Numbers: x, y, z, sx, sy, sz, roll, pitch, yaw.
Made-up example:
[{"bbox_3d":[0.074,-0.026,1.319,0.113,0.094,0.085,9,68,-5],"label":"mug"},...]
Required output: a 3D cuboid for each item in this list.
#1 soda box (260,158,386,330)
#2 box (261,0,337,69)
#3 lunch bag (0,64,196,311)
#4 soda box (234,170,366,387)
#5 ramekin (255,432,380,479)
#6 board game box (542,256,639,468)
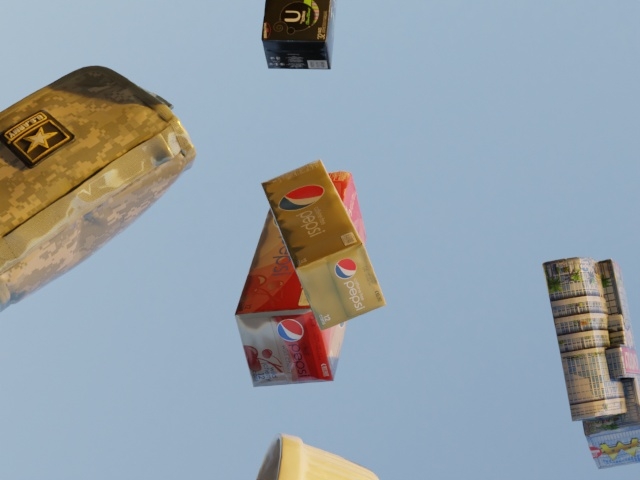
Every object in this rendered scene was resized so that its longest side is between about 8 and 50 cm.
[{"bbox_3d":[0.000,0.000,1.308,0.058,0.061,0.181,-22,-154,0],"label":"soda box"},{"bbox_3d":[-0.018,-0.205,1.468,0.062,0.052,0.083,2,-115,6],"label":"box"},{"bbox_3d":[-0.266,-0.049,1.531,0.235,0.169,0.287,-35,-167,-20],"label":"lunch bag"},{"bbox_3d":[-0.015,0.033,1.601,0.083,0.092,0.263,-5,-149,14],"label":"soda box"},{"bbox_3d":[-0.013,0.287,1.450,0.109,0.207,0.207,15,-138,-6],"label":"ramekin"},{"bbox_3d":[0.265,0.117,1.499,0.060,0.194,0.194,-12,-98,14],"label":"board game box"}]
